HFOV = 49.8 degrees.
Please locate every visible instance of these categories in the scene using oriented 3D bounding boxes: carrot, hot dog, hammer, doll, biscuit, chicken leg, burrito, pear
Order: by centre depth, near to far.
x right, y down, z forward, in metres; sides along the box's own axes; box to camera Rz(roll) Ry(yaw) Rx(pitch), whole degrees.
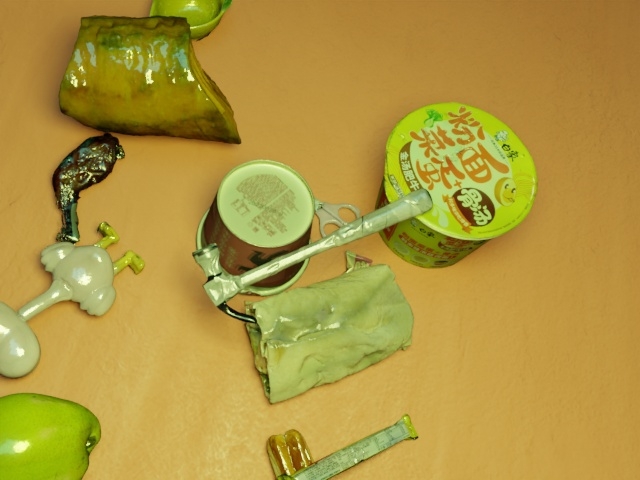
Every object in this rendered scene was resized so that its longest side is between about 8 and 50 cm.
[{"bbox_3d":[-0.450,0.326,1.064,0.219,0.187,0.188,0,63,-33],"label":"pear"},{"bbox_3d":[-0.039,0.407,1.182,0.071,0.045,0.165,-15,69,-21],"label":"hot dog"},{"bbox_3d":[0.000,0.000,1.183,0.426,0.044,0.152,-26,92,-9],"label":"hammer"},{"bbox_3d":[0.056,0.373,1.200,0.291,0.026,0.048,-15,75,-33],"label":"biscuit"},{"bbox_3d":[-0.482,0.112,1.203,0.160,0.094,0.365,46,65,0],"label":"doll"},{"bbox_3d":[0.030,0.151,1.271,0.331,0.135,0.190,-18,71,-20],"label":"burrito"},{"bbox_3d":[-0.466,-0.108,1.339,0.105,0.051,0.253,20,65,-8],"label":"chicken leg"},{"bbox_3d":[-0.323,-0.321,1.367,0.340,0.241,0.242,2,64,-9],"label":"carrot"}]

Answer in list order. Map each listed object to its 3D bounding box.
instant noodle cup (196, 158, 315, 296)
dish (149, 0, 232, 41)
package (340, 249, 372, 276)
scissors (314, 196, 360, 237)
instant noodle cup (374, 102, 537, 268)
[{"bbox_3d":[-0.113,-0.032,1.305,0.234,0.178,0.235,6,64,-12],"label":"instant noodle cup"},{"bbox_3d":[-0.289,-0.511,1.557,0.207,0.080,0.149,-28,69,-21],"label":"dish"},{"bbox_3d":[0.067,0.065,1.383,0.059,0.029,0.083,23,72,-9],"label":"package"},{"bbox_3d":[-0.010,-0.078,1.440,0.212,0.021,0.110,40,61,7],"label":"scissors"},{"bbox_3d":[0.244,-0.090,1.388,0.311,0.221,0.312,5,63,-10],"label":"instant noodle cup"}]
